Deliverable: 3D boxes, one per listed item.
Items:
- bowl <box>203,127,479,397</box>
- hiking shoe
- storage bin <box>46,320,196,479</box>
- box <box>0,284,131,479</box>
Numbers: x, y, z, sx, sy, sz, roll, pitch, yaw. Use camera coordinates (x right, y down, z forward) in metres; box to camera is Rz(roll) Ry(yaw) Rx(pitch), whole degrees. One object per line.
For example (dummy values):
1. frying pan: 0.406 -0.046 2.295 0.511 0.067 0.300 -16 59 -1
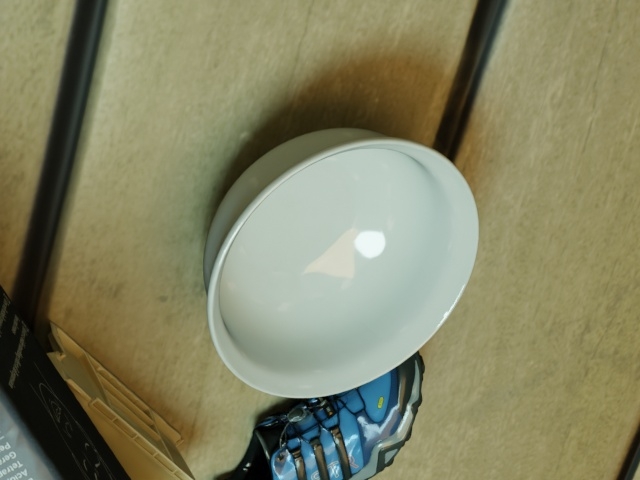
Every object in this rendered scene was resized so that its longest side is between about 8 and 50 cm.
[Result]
1. bowl: 0.000 0.000 1.798 0.298 0.134 0.297 -15 128 -20
2. hiking shoe: -0.002 0.218 1.967 0.132 0.113 0.304 20 110 -39
3. storage bin: -0.288 0.254 1.820 0.262 0.123 0.260 -40 132 1
4. box: -0.306 0.214 1.551 0.212 0.293 0.395 -32 101 0
